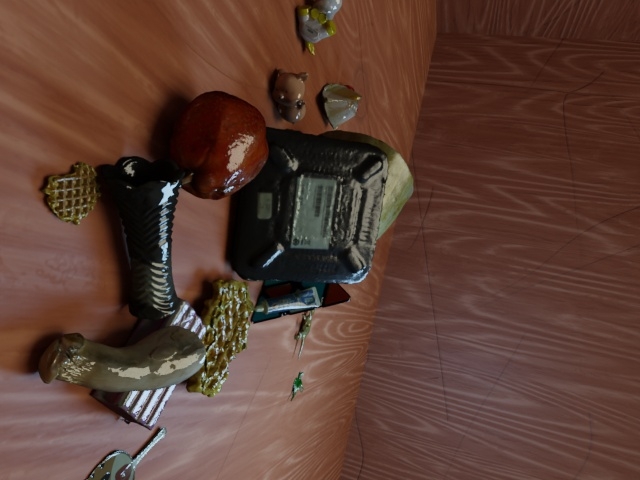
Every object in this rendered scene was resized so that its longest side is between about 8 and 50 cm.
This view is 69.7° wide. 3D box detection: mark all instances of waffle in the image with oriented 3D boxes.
[{"bbox_3d":[-0.318,-0.064,0.599,0.078,0.016,0.085,89,22,-45],"label":"waffle"},{"bbox_3d":[-0.214,0.213,1.013,0.291,0.051,0.291,12,90,-80],"label":"waffle"}]

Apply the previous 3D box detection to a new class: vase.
[{"bbox_3d":[-0.259,0.003,0.697,0.115,0.115,0.237,-50,151,-57],"label":"vase"}]

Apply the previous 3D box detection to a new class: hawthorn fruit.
[{"bbox_3d":[-0.176,-0.156,0.769,0.179,0.173,0.173,-53,157,-10],"label":"hawthorn fruit"}]

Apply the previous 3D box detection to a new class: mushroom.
[{"bbox_3d":[-0.278,0.173,0.658,0.223,0.081,0.092,6,78,-46],"label":"mushroom"}]

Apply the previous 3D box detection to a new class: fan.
[{"bbox_3d":[-0.348,0.413,0.809,0.226,0.008,0.152,-47,143,-58],"label":"fan"}]

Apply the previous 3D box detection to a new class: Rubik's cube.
[{"bbox_3d":[-0.054,0.075,1.287,0.284,0.250,0.234,-18,98,-65],"label":"Rubik's cube"}]

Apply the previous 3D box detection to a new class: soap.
[{"bbox_3d":[-0.283,0.203,0.787,0.122,0.065,0.203,78,29,-50],"label":"soap"}]

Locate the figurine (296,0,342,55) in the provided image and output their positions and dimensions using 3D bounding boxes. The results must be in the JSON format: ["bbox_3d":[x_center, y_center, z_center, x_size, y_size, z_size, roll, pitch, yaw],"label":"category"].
[{"bbox_3d":[-0.001,-0.579,1.179,0.129,0.109,0.178,127,-17,-66],"label":"figurine"}]

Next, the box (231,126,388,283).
[{"bbox_3d":[-0.023,-0.066,1.066,0.091,0.350,0.359,-146,-118,-64],"label":"box"}]

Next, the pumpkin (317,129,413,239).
[{"bbox_3d":[0.080,-0.130,1.299,0.332,0.332,0.199,76,35,-54],"label":"pumpkin"}]

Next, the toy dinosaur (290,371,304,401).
[{"bbox_3d":[-0.089,0.536,1.675,0.119,0.029,0.060,-45,127,-51],"label":"toy dinosaur"}]

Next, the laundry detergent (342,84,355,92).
[{"bbox_3d":[0.100,-0.473,1.596,0.165,0.049,0.097,5,103,-73],"label":"laundry detergent"}]

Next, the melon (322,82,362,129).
[{"bbox_3d":[0.059,-0.414,1.440,0.202,0.093,0.139,-43,149,-54],"label":"melon"}]

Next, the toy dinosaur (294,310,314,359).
[{"bbox_3d":[-0.052,0.324,1.626,0.126,0.039,0.162,-38,138,-66],"label":"toy dinosaur"}]

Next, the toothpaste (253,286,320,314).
[{"bbox_3d":[-0.083,0.159,1.179,0.197,0.035,0.057,-7,73,-38],"label":"toothpaste"}]

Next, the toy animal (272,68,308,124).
[{"bbox_3d":[-0.072,-0.340,1.098,0.150,0.083,0.089,96,1,-53],"label":"toy animal"}]
